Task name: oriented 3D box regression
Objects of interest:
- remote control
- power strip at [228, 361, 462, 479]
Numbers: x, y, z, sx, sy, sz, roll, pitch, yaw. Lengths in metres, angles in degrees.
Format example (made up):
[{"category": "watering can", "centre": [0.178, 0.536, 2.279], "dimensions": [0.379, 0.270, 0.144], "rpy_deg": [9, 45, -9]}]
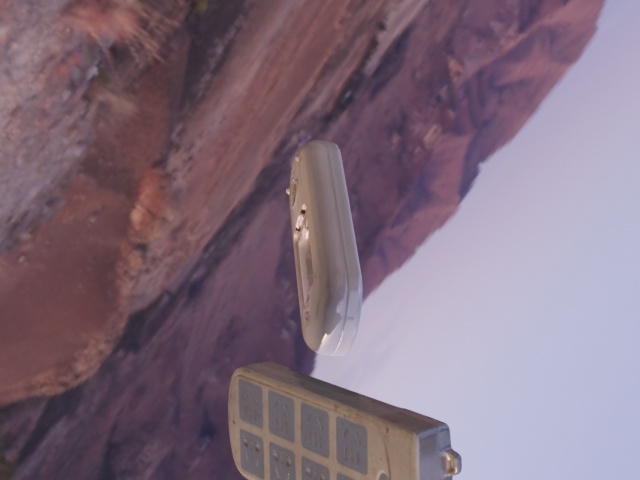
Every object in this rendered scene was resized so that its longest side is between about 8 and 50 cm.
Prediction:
[{"category": "remote control", "centre": [0.000, 0.000, 0.783], "dimensions": [0.221, 0.042, 0.078], "rpy_deg": [-99, -161, -46]}, {"category": "power strip", "centre": [0.009, 0.130, 0.584], "dimensions": [0.226, 0.029, 0.080], "rpy_deg": [8, -80, 52]}]
